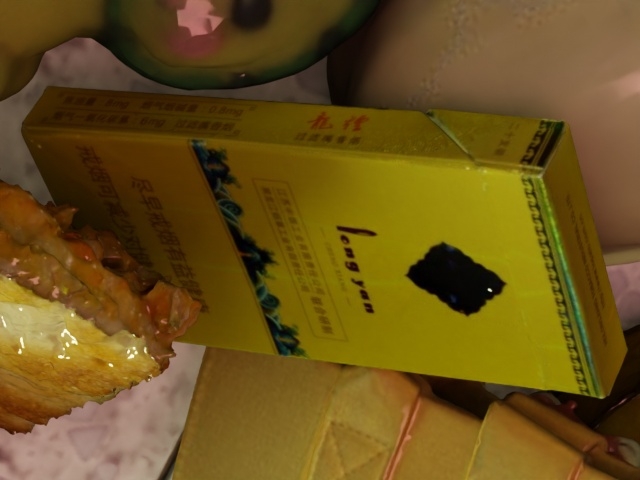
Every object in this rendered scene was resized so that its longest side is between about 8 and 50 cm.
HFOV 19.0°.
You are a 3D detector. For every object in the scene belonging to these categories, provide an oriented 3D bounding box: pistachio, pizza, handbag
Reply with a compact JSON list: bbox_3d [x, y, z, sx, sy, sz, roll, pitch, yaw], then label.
[{"bbox_3d":[0.151,-0.104,0.937,0.331,0.208,0.226,-20,91,30],"label":"pistachio"},{"bbox_3d":[-0.158,0.013,0.914,0.226,0.335,0.086,10,65,16],"label":"pizza"},{"bbox_3d":[0.089,0.213,0.986,0.133,0.401,0.283,-5,114,-55],"label":"handbag"}]

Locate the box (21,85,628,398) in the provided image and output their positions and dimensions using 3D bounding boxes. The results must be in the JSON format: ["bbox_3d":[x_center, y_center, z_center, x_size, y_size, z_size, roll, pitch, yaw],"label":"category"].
[{"bbox_3d":[-0.001,0.000,0.929,0.279,0.041,0.153,5,137,27],"label":"box"}]

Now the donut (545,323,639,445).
[{"bbox_3d":[0.235,0.146,1.114,0.272,0.107,0.272,-5,112,-12],"label":"donut"}]

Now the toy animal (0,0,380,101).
[{"bbox_3d":[-0.128,-0.173,0.892,0.338,0.191,0.216,1,117,-9],"label":"toy animal"}]
